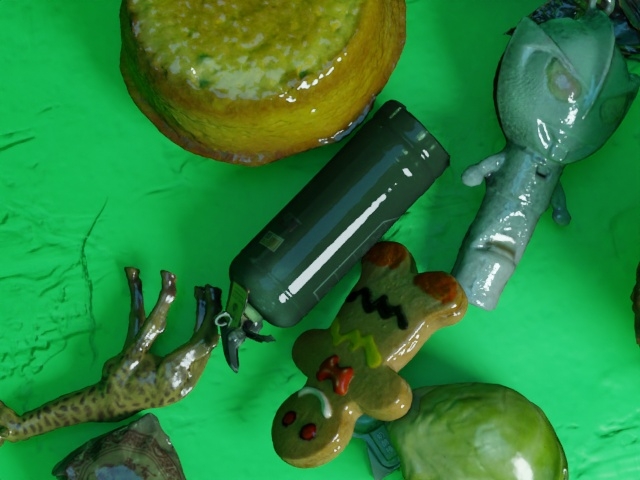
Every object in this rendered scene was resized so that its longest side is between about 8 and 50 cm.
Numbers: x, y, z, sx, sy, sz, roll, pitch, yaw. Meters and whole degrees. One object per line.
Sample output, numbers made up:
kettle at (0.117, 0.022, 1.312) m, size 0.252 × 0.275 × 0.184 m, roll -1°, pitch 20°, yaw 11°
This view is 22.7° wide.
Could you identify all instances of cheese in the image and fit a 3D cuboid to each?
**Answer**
cheese at (0.049, 0.180, 1.627) m, size 0.067 × 0.026 × 0.121 m, roll -33°, pitch 86°, yaw -3°

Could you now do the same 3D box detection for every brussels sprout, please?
brussels sprout at (0.161, 0.209, 1.567) m, size 0.145 × 0.131 × 0.183 m, roll -39°, pitch 83°, yaw 17°

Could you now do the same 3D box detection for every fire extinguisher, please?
fire extinguisher at (0.000, 0.000, 1.626) m, size 0.311 × 0.095 × 0.114 m, roll -45°, pitch 43°, yaw -4°

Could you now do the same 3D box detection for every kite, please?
kite at (0.305, -0.259, 1.674) m, size 0.241 × 0.014 × 0.183 m, roll -31°, pitch 98°, yaw -2°

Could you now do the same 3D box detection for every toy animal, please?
toy animal at (-0.213, 0.135, 1.642) m, size 0.149 × 0.054 × 0.275 m, roll 42°, pitch 85°, yaw 13°

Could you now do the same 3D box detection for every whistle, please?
whistle at (0.221, -0.095, 1.624) m, size 0.133 × 0.142 × 0.346 m, roll 27°, pitch 93°, yaw 45°

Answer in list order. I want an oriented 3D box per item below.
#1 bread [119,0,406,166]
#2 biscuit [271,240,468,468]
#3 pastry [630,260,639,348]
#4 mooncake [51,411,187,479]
bread at (-0.063, -0.229, 1.640) m, size 0.312 × 0.172 × 0.312 m, roll -1°, pitch 77°, yaw 4°
biscuit at (0.035, 0.118, 1.594) m, size 0.165 × 0.036 × 0.250 m, roll 30°, pitch 79°, yaw 46°
pastry at (0.484, 0.068, 1.496) m, size 0.405 × 0.292 × 0.337 m, roll 10°, pitch 89°, yaw -6°
mooncake at (-0.195, 0.254, 1.608) m, size 0.125 × 0.073 × 0.130 m, roll -27°, pitch 80°, yaw -3°
